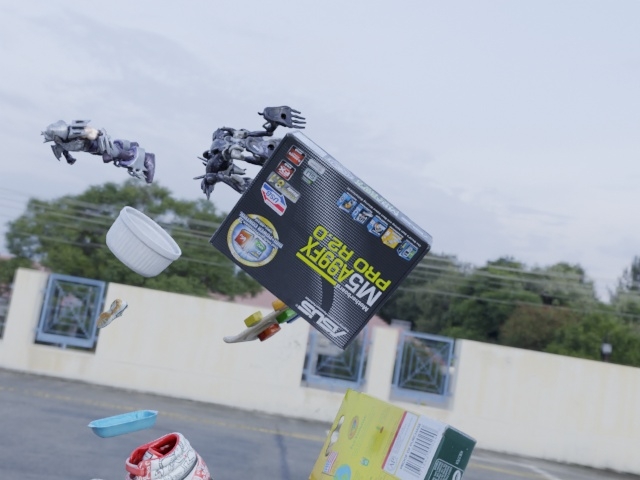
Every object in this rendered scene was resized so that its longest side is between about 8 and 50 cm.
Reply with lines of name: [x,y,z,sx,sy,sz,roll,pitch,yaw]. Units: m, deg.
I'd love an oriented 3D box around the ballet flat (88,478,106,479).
ballet flat: [-0.485,0.566,1.048,0.164,0.483,0.182,44,5,21]

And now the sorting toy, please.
sorting toy: [-0.111,0.190,1.642,0.229,0.041,0.307,-30,-10,5]

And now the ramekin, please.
ramekin: [-0.511,0.011,2.002,0.207,0.109,0.207,42,4,-4]

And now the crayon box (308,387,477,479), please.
crayon box: [0.117,0.397,1.260,0.081,0.202,0.318,32,-13,-26]

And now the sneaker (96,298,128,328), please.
sneaker: [-0.451,0.164,1.529,0.032,0.083,0.037,53,12,29]

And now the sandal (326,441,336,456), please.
sandal: [0.116,0.393,1.460,0.239,0.079,0.088,-20,-43,19]

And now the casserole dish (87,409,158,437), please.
casserole dish: [-0.525,0.492,1.878,0.188,0.037,0.114,-6,-1,-35]

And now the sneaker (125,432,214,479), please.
sneaker: [-0.319,0.448,1.198,0.270,0.145,0.090,-35,26,-27]

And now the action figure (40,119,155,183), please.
action figure: [-0.513,-0.212,1.610,0.185,0.099,0.285,11,-2,35]

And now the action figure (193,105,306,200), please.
action figure: [-0.137,-0.154,1.332,0.140,0.164,0.275,26,-24,-28]

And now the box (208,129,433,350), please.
box: [0.000,0.000,1.062,0.270,0.216,0.060,39,17,1]
